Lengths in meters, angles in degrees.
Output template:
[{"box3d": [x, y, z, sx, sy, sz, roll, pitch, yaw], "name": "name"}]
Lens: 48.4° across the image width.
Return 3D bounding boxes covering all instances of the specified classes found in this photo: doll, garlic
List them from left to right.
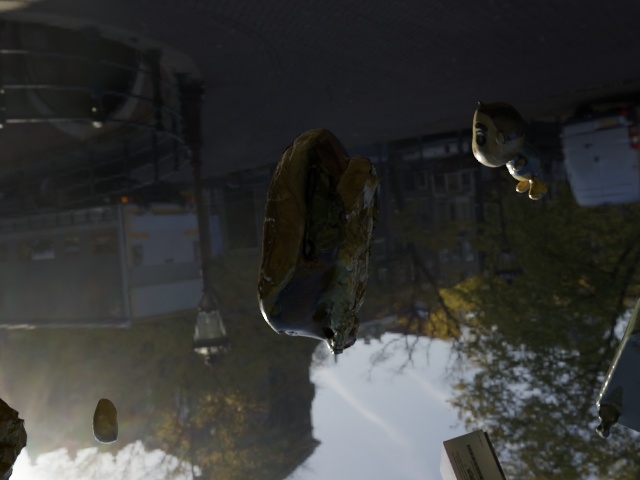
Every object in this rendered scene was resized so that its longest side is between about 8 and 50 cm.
[{"box3d": [-0.357, 0.310, 1.190, 0.041, 0.083, 0.053, -8, -143, -9], "name": "garlic"}, {"box3d": [0.282, -0.136, 1.081, 0.089, 0.179, 0.102, -33, -159, 0], "name": "doll"}]

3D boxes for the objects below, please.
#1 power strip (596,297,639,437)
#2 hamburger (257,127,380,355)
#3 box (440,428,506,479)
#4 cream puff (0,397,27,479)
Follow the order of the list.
[{"box3d": [0.260, 0.083, 0.349, 0.216, 0.145, 0.061, 20, -133, 23], "name": "power strip"}, {"box3d": [0.000, 0.001, 0.937, 0.134, 0.284, 0.265, 10, 178, 7], "name": "hamburger"}, {"box3d": [0.176, 0.289, 0.771, 0.051, 0.130, 0.129, -16, 148, -3], "name": "box"}, {"box3d": [-0.409, 0.215, 0.805, 0.156, 0.121, 0.156, 4, -176, 0], "name": "cream puff"}]
